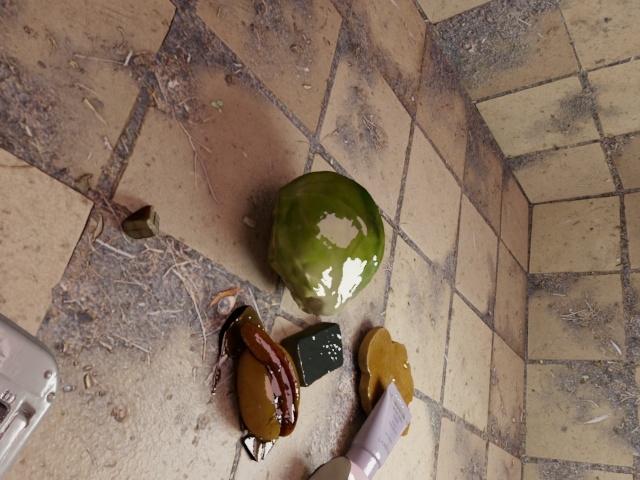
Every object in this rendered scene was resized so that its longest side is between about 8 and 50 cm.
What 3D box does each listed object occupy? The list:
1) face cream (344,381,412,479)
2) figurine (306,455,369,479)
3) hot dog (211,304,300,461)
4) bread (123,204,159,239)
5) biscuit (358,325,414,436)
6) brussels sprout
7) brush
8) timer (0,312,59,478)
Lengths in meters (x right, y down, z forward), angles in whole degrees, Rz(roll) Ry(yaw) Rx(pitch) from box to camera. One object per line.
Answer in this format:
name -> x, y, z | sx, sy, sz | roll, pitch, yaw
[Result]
face cream -> 0.163, 0.545, 1.477 | 0.274, 0.096, 0.154 | -46, 115, -36
figurine -> 0.060, 0.730, 1.278 | 0.315, 0.207, 0.284 | 52, 39, -26
hot dog -> -0.120, 0.315, 1.156 | 0.194, 0.107, 0.325 | -41, 116, -49
bread -> -0.332, -0.030, 0.980 | 0.109, 0.062, 0.043 | -123, -170, -67
biscuit -> 0.203, 0.440, 1.619 | 0.269, 0.051, 0.375 | -37, 115, -48
brussels sprout -> 0.000, 0.000, 1.270 | 0.345, 0.268, 0.343 | -9, 105, -37
brush -> -0.014, 0.287, 1.346 | 0.197, 0.059, 0.123 | -14, 96, -54
timer -> -0.486, 0.202, 0.690 | 0.262, 0.087, 0.236 | 52, 46, -34
